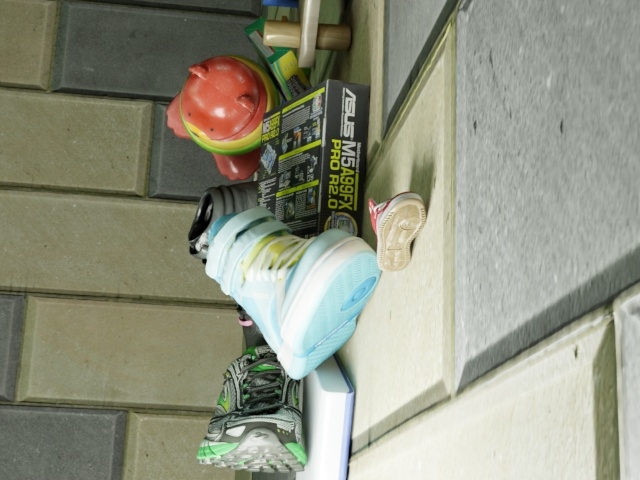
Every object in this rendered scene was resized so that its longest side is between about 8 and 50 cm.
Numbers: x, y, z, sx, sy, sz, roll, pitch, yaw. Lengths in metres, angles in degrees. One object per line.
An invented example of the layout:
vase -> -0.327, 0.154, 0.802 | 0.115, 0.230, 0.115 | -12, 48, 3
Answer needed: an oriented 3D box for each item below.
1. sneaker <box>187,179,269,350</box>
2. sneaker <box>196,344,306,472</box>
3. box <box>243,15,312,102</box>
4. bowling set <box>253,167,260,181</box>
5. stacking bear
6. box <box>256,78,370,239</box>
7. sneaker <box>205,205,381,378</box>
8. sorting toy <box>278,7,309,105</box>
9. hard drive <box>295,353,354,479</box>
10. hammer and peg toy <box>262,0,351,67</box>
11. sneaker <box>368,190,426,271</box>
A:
sneaker -> -0.123, 0.053, 1.670 | 0.104, 0.146, 0.296 | -175, 88, -67
sneaker -> -0.087, 0.210, 1.489 | 0.343, 0.134, 0.146 | -149, 64, -83
box -> -0.048, -0.247, 1.769 | 0.105, 0.043, 0.179 | 54, 180, 40
bowling set -> -0.086, -0.190, 1.940 | 0.200, 0.287, 0.154 | -52, 18, 3
stacking bear -> -0.141, -0.200, 1.718 | 0.164, 0.175, 0.289 | -49, 0, 0
box -> -0.017, -0.079, 1.517 | 0.270, 0.060, 0.216 | 169, 106, -69
sneaker -> -0.049, 0.026, 1.312 | 0.208, 0.127, 0.319 | 49, 157, 14
sorting toy -> -0.046, -0.349, 2.210 | 0.348, 0.047, 0.196 | -96, 17, -54
hard drive -> -0.002, 0.317, 1.459 | 0.210, 0.040, 0.319 | -126, 40, -80
hammer and peg toy -> -0.016, -0.438, 1.682 | 0.361, 0.127, 0.266 | -95, 10, -53
sneaker -> 0.070, -0.027, 1.074 | 0.118, 0.042, 0.067 | 101, 167, -58
